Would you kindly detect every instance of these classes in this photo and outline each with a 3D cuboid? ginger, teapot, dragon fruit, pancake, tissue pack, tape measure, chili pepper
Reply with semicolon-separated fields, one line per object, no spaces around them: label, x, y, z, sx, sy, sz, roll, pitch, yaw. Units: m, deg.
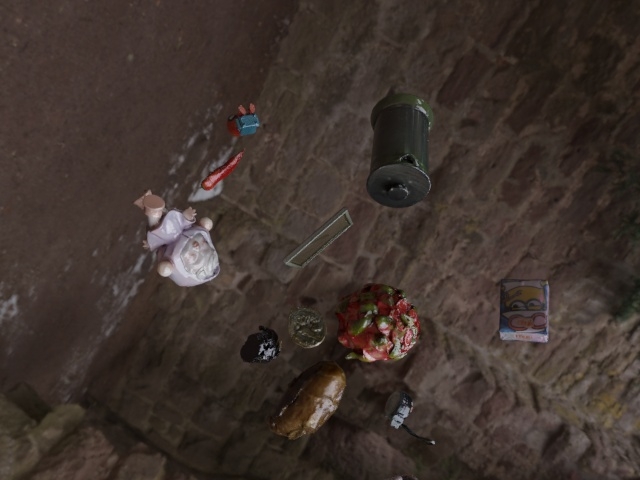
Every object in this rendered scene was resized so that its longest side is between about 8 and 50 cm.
ginger;-0.049;0.515;1.774;0.321;0.165;0.172;-43;-159;12
teapot;0.230;-0.242;1.713;0.270;0.200;0.337;115;-12;-50
dragon fruit;0.173;0.252;1.780;0.302;0.231;0.237;31;-55;56
pancake;-0.049;0.296;1.954;0.158;0.158;0.028;-60;-176;-38
tissue pack;0.506;0.171;1.402;0.065;0.115;0.155;62;34;-46
tape measure;0.292;0.558;1.786;0.107;0.179;0.104;-58;176;-5
chili pepper;-0.269;-0.193;1.571;0.178;0.027;0.045;-45;162;-15

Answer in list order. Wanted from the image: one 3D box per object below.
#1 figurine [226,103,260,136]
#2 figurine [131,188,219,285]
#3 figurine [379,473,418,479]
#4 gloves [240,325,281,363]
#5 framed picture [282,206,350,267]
figurine;-0.227;-0.339;1.638;0.068;0.075;0.140;-18;-179;-27
figurine;-0.349;0.001;1.367;0.133;0.276;0.200;-7;-146;38
figurine;0.180;0.892;1.716;0.361;0.211;0.253;-44;-142;4
gloves;-0.177;0.357;1.906;0.180;0.106;0.129;0;98;-53
framed picture;0.000;0.000;1.744;0.240;0.020;0.324;-41;172;2
